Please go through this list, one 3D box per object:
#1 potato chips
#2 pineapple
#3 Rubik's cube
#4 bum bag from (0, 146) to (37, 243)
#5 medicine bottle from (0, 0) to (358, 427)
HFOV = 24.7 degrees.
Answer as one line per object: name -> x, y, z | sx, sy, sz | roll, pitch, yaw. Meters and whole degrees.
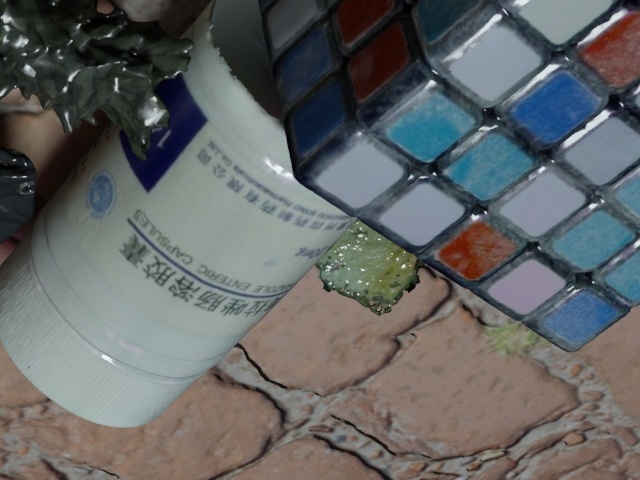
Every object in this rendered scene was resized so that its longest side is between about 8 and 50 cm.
potato chips -> -0.001, -0.003, 1.295 | 0.220, 0.029, 0.202 | -6, 135, -11
pineapple -> -0.257, -0.155, 0.929 | 0.362, 0.202, 0.202 | 25, 125, -17
Rubik's cube -> 0.154, -0.150, 0.993 | 0.292, 0.293, 0.287 | -39, 130, 26
bum bag -> -0.339, -0.060, 1.113 | 0.248, 0.060, 0.123 | 23, 135, -4
medicine bottle -> -0.102, -0.016, 1.140 | 0.190, 0.190, 0.332 | 24, 125, -31
